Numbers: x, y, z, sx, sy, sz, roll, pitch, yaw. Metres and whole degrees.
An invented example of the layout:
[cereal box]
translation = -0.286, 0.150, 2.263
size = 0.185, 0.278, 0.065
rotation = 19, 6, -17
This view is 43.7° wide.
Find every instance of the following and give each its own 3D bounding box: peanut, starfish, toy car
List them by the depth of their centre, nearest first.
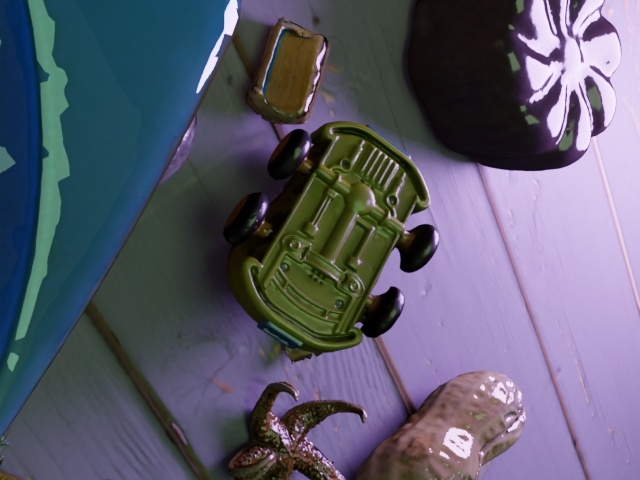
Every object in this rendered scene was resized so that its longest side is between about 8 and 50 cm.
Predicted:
[toy car]
translation = 0.000, 0.000, 0.847
size = 0.200, 0.142, 0.248
rotation = 38, 67, -12
[starfish]
translation = -0.016, 0.239, 0.914
size = 0.190, 0.074, 0.146
rotation = 41, 72, -37
[peanut]
translation = 0.162, 0.271, 1.039
size = 0.290, 0.130, 0.130
rotation = -38, 119, -33

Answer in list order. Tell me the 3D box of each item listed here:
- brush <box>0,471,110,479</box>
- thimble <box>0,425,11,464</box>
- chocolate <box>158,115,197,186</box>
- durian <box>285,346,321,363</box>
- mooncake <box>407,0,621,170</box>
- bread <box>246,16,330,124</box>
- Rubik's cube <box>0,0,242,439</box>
[brush]
translation = -0.257, 0.251, 0.753
size = 0.218, 0.010, 0.083
rotation = 35, 74, -37
[thimble]
translation = -0.307, 0.146, 0.660
size = 0.084, 0.062, 0.110
rotation = -40, 120, -27
[chocolate]
translation = -0.196, -0.059, 0.698
size = 0.110, 0.110, 0.248
rotation = 48, 67, -34
[durian]
translation = 0.002, 0.085, 0.922
size = 0.066, 0.052, 0.130
rotation = 23, 82, -38
[mooncake]
translation = 0.263, -0.238, 1.036
size = 0.306, 0.154, 0.306
rotation = -7, 101, -43
[bread]
translation = -0.034, -0.177, 0.855
size = 0.072, 0.053, 0.106
rotation = 21, 79, -17
[Rubik's cube]
translation = -0.302, -0.104, 0.438
size = 0.351, 0.347, 0.352
rotation = 37, 73, -37
